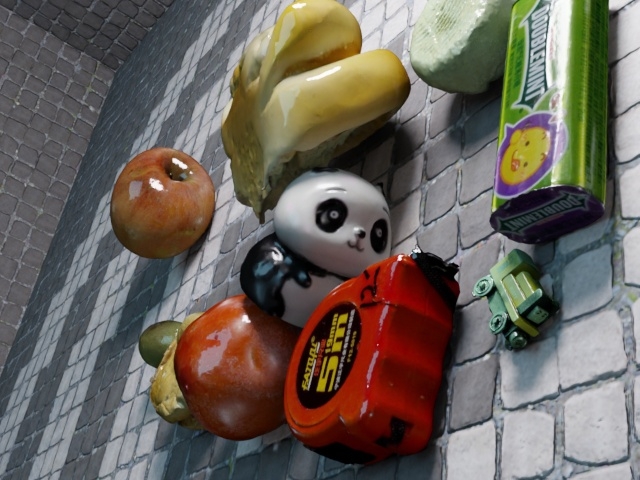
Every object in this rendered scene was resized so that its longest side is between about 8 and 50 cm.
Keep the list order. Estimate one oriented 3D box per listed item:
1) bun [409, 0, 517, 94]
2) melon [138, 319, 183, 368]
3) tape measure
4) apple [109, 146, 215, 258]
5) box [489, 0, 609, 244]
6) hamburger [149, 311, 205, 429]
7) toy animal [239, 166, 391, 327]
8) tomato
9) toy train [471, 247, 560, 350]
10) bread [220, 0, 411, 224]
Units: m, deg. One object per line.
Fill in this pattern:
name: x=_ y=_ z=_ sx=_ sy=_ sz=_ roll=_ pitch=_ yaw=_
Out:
bun: x=0.223 y=-0.302 z=1.274 sx=0.195 sy=0.118 sz=0.195 roll=-41 pitch=37 yaw=42
melon: x=-0.303 y=0.208 z=1.751 sx=0.162 sy=0.099 sz=0.099 roll=-14 pitch=52 yaw=53
tape measure: x=0.059 y=0.156 z=1.123 sx=0.260 sy=0.114 sz=0.253 roll=-27 pitch=42 yaw=55
apple: x=-0.365 y=-0.081 z=2.001 sx=0.253 sy=0.253 sz=0.253 roll=-42 pitch=31 yaw=34
box: x=0.279 y=-0.172 z=1.062 sx=0.134 sy=0.097 sz=0.345 roll=-29 pitch=40 yaw=49
hamburger: x=-0.220 y=0.229 z=1.563 sx=0.214 sy=0.108 sz=0.214 roll=-43 pitch=29 yaw=32
toy animal: x=0.001 y=0.007 z=1.287 sx=0.235 sy=0.187 sz=0.165 roll=-55 pitch=35 yaw=17
tomato: x=-0.120 y=0.184 z=1.335 sx=0.232 sy=0.188 sz=0.232 roll=-39 pitch=35 yaw=34
toy train: x=0.220 y=0.068 z=0.993 sx=0.081 sy=0.050 sz=0.122 roll=-44 pitch=29 yaw=18
bread: x=-0.047 y=-0.202 z=1.417 sx=0.329 sy=0.245 sz=0.424 roll=-48 pitch=6 yaw=-18
